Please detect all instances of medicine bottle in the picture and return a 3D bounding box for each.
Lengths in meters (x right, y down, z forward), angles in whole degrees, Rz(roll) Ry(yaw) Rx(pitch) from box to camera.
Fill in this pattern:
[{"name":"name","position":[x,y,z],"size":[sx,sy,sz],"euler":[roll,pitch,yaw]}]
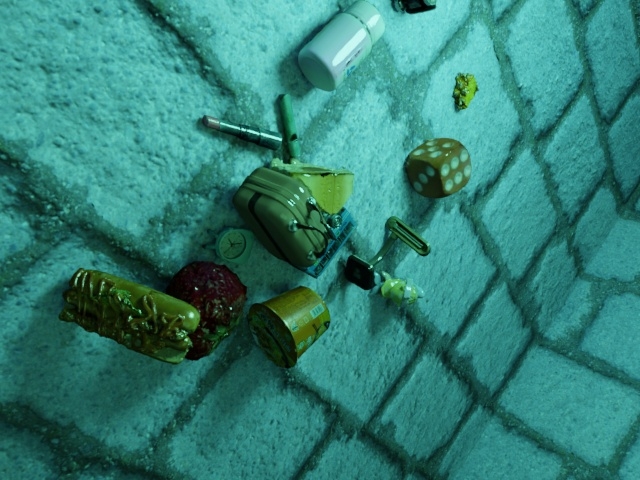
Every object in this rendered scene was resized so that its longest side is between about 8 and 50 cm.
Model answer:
[{"name":"medicine bottle","position":[0.064,-0.570,1.475],"size":[0.254,0.152,0.152],"euler":[-48,128,-15]}]

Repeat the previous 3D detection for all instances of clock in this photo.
[{"name":"clock","position":[-0.269,0.008,1.478],"size":[0.147,0.045,0.108],"euler":[13,96,-39]}]

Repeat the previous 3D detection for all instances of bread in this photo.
[{"name":"bread","position":[-0.013,-0.191,1.523],"size":[0.211,0.184,0.224],"euler":[-46,130,-19]}]

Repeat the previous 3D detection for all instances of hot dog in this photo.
[{"name":"hot dog","position":[-0.467,0.182,1.222],"size":[0.349,0.117,0.158],"euler":[22,98,4]}]

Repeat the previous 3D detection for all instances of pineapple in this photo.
[{"name":"pineapple","position":[0.554,-0.570,1.926],"size":[0.116,0.069,0.137],"euler":[-18,125,-39]}]

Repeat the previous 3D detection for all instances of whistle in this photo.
[{"name":"whistle","position":[-0.091,-0.342,1.503],"size":[0.039,0.039,0.186],"euler":[-26,119,-29]}]

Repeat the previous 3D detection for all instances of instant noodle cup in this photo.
[{"name":"instant noodle cup","position":[-0.092,0.259,1.602],"size":[0.182,0.230,0.230],"euler":[-31,123,-38]}]

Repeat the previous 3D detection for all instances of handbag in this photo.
[{"name":"handbag","position":[-0.080,-0.050,1.430],"size":[0.149,0.283,0.301],"euler":[-54,141,-23]}]

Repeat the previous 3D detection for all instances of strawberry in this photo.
[{"name":"strawberry","position":[-0.327,0.178,1.394],"size":[0.274,0.220,0.274],"euler":[-51,173,-8]}]

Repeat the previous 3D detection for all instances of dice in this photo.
[{"name":"dice","position":[0.438,-0.265,1.857],"size":[0.175,0.179,0.173],"euler":[-37,124,-26]}]

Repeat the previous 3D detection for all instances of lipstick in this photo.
[{"name":"lipstick","position":[-0.218,-0.308,1.410],"size":[0.234,0.053,0.053],"euler":[12,98,-37]}]

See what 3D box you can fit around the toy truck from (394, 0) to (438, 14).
[{"name":"toy truck","position":[0.245,-0.868,1.520],"size":[0.367,0.146,0.175],"euler":[39,75,-39]}]

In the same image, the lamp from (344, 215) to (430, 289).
[{"name":"lamp","position":[0.245,0.069,1.813],"size":[0.283,0.203,0.124],"euler":[-41,145,-25]}]

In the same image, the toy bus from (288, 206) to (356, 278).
[{"name":"toy bus","position":[0.000,0.000,1.643],"size":[0.246,0.114,0.134],"euler":[-54,136,-13]}]

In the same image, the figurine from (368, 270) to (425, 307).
[{"name":"figurine","position":[0.289,0.185,1.904],"size":[0.209,0.184,0.128],"euler":[9,101,3]}]
